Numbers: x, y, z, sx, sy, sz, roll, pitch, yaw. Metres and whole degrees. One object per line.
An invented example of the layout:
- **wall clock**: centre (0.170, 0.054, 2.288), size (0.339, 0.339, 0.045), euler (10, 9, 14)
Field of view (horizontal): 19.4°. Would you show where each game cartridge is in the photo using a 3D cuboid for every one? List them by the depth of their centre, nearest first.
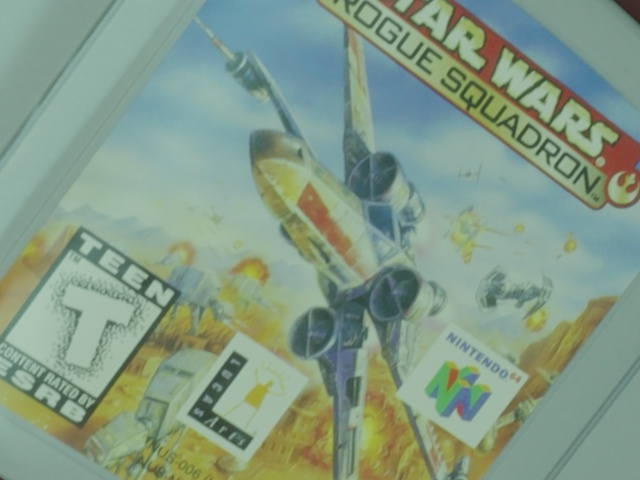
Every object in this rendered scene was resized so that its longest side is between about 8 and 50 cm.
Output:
- **game cartridge**: centre (0.000, 0.000, 0.507), size (0.297, 0.062, 0.198), euler (35, 99, -18)
